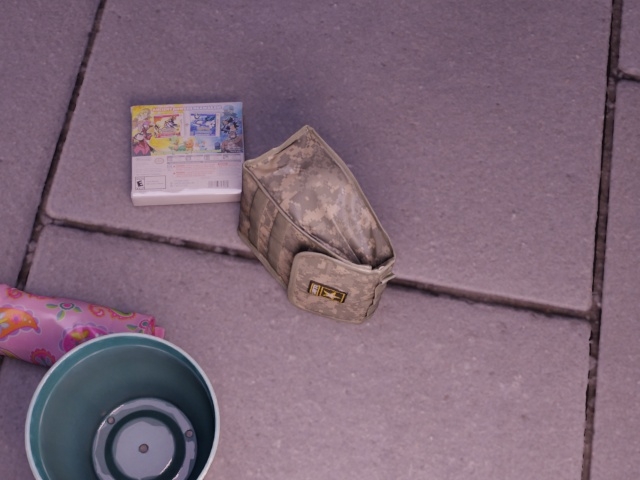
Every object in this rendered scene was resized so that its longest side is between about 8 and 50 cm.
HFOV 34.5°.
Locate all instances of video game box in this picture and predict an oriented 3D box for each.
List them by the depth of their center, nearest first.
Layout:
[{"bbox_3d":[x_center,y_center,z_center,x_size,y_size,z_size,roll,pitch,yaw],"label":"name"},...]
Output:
[{"bbox_3d":[-0.239,-0.157,1.863,0.205,0.048,0.187,-2,70,-3],"label":"video game box"}]

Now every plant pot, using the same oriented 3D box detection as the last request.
[{"bbox_3d":[-0.282,0.302,1.562,0.272,0.255,0.271,1,70,-2],"label":"plant pot"}]

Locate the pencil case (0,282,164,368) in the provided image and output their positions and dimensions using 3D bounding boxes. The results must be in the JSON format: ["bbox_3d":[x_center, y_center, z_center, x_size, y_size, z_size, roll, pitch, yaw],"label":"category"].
[{"bbox_3d":[-0.407,0.154,1.697,0.284,0.124,0.124,11,68,1],"label":"pencil case"}]

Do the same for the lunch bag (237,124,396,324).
[{"bbox_3d":[0.000,0.000,1.707,0.169,0.235,0.287,-34,73,-20],"label":"lunch bag"}]
